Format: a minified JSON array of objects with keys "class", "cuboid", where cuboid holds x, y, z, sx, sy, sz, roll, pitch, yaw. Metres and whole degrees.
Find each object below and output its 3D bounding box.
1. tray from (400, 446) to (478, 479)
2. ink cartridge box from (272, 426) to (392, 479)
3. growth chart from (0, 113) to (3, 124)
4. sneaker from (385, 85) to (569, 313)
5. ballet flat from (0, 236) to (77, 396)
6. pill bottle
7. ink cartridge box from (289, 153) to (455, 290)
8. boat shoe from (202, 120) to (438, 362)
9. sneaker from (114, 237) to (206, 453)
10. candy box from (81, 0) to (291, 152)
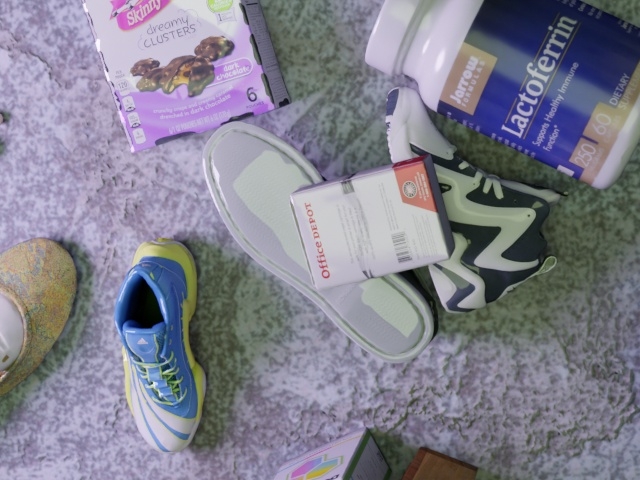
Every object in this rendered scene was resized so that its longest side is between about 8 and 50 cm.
[{"class":"tray","cuboid":[0.051,0.436,1.457,0.076,0.203,0.411,21,105,10]},{"class":"ink cartridge box","cuboid":[-0.002,0.269,1.433,0.109,0.209,0.062,-27,96,16]},{"class":"growth chart","cuboid":[-0.464,-0.079,1.569,0.172,0.021,0.237,35,106,4]},{"class":"sneaker","cuboid":[0.162,-0.056,1.396,0.153,0.094,0.235,-18,90,8]},{"class":"ballet flat","cuboid":[-0.399,0.140,1.549,0.123,0.123,0.348,46,107,1]},{"class":"pill bottle","cuboid":[0.186,-0.168,1.333,0.264,0.153,0.153,26,106,7]},{"class":"ink cartridge box","cuboid":[0.050,-0.018,1.348,0.135,0.056,0.099,-13,99,14]},{"class":"boat shoe","cuboid":[0.000,0.000,1.440,0.114,0.091,0.302,-39,92,14]},{"class":"sneaker","cuboid":[-0.181,0.122,1.488,0.091,0.126,0.240,-1,100,13]},{"class":"candy box","cuboid":[-0.141,-0.207,1.442,0.165,0.070,0.196,-16,98,16]}]
